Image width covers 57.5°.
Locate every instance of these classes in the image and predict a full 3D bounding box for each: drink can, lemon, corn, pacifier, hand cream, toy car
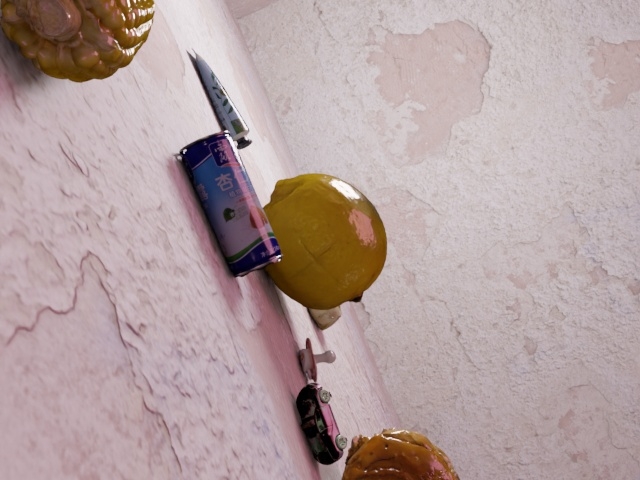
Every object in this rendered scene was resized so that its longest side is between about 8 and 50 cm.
[{"bbox_3d":[-0.150,-0.059,0.989,0.097,0.097,0.235,-64,132,-84],"label":"drink can"},{"bbox_3d":[0.000,0.000,1.281,0.297,0.297,0.297,-23,90,-85],"label":"lemon"},{"bbox_3d":[-0.245,-0.250,0.632,0.347,0.130,0.130,-108,174,-66],"label":"corn"},{"bbox_3d":[-0.005,0.256,1.249,0.081,0.078,0.099,93,-16,-46],"label":"pacifier"},{"bbox_3d":[-0.255,-0.360,1.485,0.271,0.058,0.091,62,2,0],"label":"hand cream"},{"bbox_3d":[-0.005,0.325,1.032,0.055,0.069,0.142,-5,67,-44],"label":"toy car"}]

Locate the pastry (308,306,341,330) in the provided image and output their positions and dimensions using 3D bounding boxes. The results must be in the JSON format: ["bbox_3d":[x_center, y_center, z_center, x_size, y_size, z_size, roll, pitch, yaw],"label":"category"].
[{"bbox_3d":[0.006,0.174,1.682,0.166,0.088,0.166,-21,90,-83],"label":"pastry"}]

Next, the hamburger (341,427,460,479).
[{"bbox_3d":[0.147,0.481,1.066,0.211,0.245,0.260,77,32,-66],"label":"hamburger"}]
